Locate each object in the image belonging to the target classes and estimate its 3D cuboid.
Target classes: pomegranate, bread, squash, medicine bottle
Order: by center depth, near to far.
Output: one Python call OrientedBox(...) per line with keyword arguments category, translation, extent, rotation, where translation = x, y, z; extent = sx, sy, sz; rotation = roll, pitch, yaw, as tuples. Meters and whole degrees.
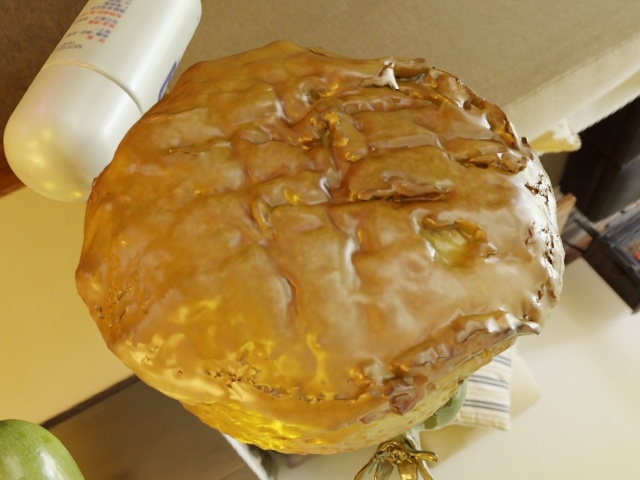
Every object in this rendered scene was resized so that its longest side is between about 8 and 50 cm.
OrientedBox(category="bread", translation=(0.000, 0.000, 0.532), extent=(0.398, 0.398, 0.215), rotation=(-24, 150, -18))
OrientedBox(category="squash", translation=(-0.294, 0.265, 0.608), extent=(0.123, 0.186, 0.123), rotation=(-19, -178, 1))
OrientedBox(category="pomegranate", translation=(0.083, 0.175, 0.666), extent=(0.152, 0.191, 0.131), rotation=(-2, 146, 20))
OrientedBox(category="medicine bottle", translation=(-0.255, -0.195, 0.725), extent=(0.130, 0.341, 0.130), rotation=(9, 145, 6))
